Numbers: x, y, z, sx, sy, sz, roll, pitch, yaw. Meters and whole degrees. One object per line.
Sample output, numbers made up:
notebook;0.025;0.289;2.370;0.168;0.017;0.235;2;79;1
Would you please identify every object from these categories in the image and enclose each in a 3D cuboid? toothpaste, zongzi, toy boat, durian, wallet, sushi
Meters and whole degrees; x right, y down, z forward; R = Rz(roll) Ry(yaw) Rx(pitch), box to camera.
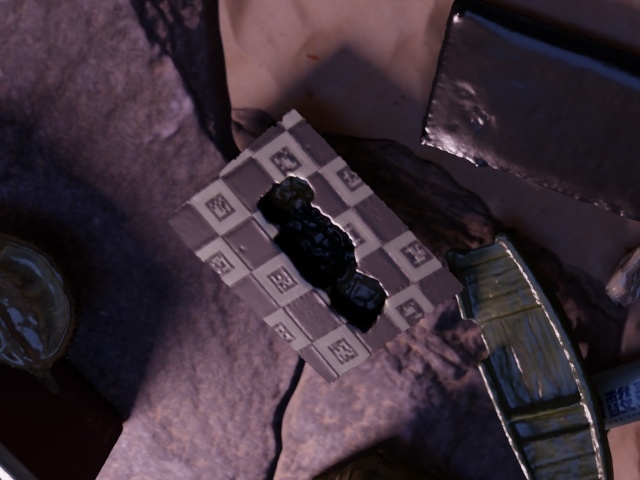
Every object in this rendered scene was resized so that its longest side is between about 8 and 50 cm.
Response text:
toothpaste;0.308;0.117;1.350;0.297;0.048;0.075;-23;102;34
zongzi;0.082;0.282;1.586;0.189;0.081;0.178;29;156;-17
toy boat;0.191;0.130;1.360;0.093;0.055;0.293;-18;96;31
durian;-0.298;0.064;1.554;0.148;0.091;0.188;-26;93;10
wallet;0.221;-0.089;1.234;0.285;0.030;0.146;21;128;11
sushi;0.000;0.000;1.395;0.215;0.050;0.192;46;128;-7

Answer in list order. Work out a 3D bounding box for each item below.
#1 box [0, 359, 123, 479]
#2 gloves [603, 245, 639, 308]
box;-0.358;0.188;1.636;0.193;0.167;0.294;-30;110;41
gloves;0.259;0.029;1.302;0.081;0.037;0.044;-33;145;24
